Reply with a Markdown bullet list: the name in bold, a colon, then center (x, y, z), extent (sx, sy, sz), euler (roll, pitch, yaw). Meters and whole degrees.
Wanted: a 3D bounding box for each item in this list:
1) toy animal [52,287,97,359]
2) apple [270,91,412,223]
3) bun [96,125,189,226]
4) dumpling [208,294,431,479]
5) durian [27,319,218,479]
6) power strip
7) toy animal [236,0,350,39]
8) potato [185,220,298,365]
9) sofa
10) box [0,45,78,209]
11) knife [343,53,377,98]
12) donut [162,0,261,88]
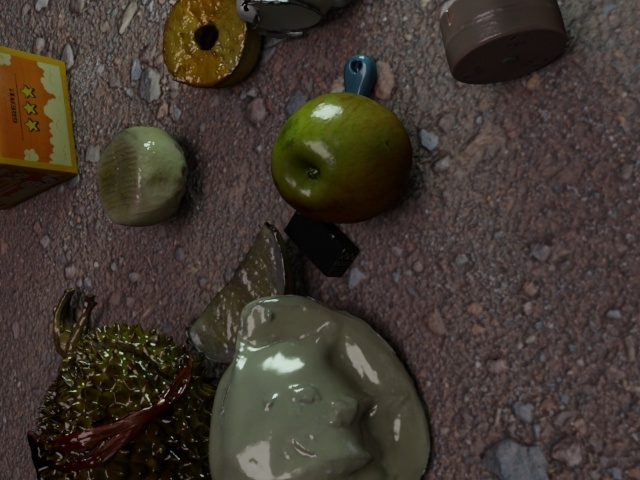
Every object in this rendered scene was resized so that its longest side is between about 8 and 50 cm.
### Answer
- **toy animal**: center (-0.471, 0.223, 1.623), extent (0.149, 0.054, 0.275), euler (-16, 75, 33)
- **apple**: center (0.026, -0.115, 1.173), extent (0.196, 0.196, 0.195), euler (-2, 86, 37)
- **bun**: center (-0.314, -0.109, 1.480), extent (0.193, 0.128, 0.178), euler (-12, 80, 48)
- **dumpling**: center (-0.002, 0.274, 1.187), extent (0.316, 0.233, 0.394), euler (-4, 79, 0)
- **durian**: center (-0.291, 0.317, 1.300), extent (0.348, 0.348, 0.384), euler (-2, 91, 37)
- **power strip**: center (0.234, -0.263, 1.051), extent (0.154, 0.154, 0.078), euler (-21, 72, 35)
- **toy animal**: center (-0.050, -0.484, 1.264), extent (0.247, 0.183, 0.309), euler (3, 86, 27)
- **potato**: center (-0.092, 0.104, 1.312), extent (0.138, 0.098, 0.243), euler (44, 107, 26)
- **sofa**: center (0.000, 0.000, 1.284), extent (0.118, 0.039, 0.060), euler (46, 113, 31)
- **box**: center (-0.682, -0.228, 1.713), extent (0.284, 0.214, 0.259), euler (-18, 75, 36)
- **knife**: center (0.056, -0.160, 1.260), extent (0.058, 0.032, 0.244), euler (7, 96, 29)
- **donut**: center (-0.181, -0.343, 1.421), extent (0.190, 0.075, 0.174), euler (-4, 84, 33)
